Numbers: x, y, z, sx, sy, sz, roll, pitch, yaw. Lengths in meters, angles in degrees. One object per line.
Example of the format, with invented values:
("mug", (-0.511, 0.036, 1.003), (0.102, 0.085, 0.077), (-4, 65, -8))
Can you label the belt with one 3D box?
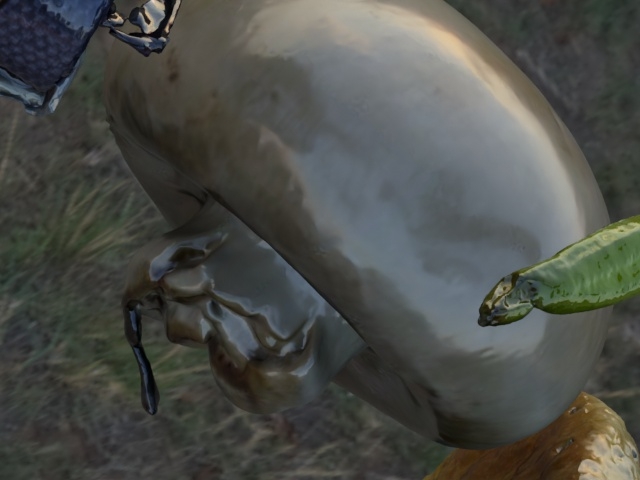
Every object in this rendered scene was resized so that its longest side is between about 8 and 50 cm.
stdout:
("belt", (-0.106, -0.152, 0.644), (0.126, 0.140, 0.230), (31, 33, -15))

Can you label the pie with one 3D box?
("pie", (0.096, 0.238, 1.076), (0.083, 0.339, 0.339), (46, 57, -5))

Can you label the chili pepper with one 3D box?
("chili pepper", (0.158, 0.010, 0.720), (0.208, 0.049, 0.043), (1, 43, -33))

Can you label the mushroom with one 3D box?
("mushroom", (0.000, 0.000, 0.939), (0.294, 0.362, 0.362), (-45, 102, -12))
